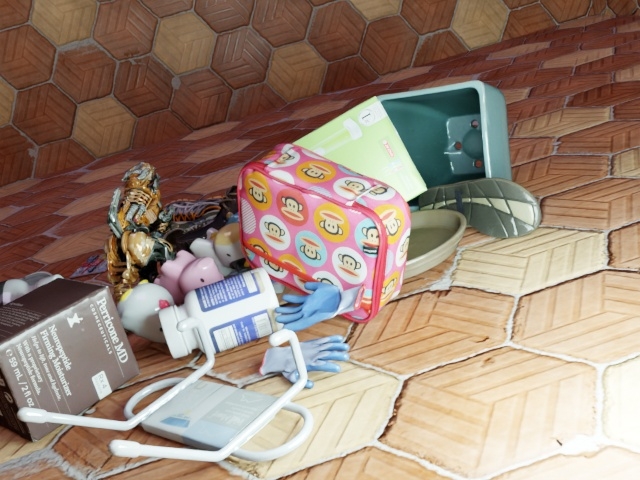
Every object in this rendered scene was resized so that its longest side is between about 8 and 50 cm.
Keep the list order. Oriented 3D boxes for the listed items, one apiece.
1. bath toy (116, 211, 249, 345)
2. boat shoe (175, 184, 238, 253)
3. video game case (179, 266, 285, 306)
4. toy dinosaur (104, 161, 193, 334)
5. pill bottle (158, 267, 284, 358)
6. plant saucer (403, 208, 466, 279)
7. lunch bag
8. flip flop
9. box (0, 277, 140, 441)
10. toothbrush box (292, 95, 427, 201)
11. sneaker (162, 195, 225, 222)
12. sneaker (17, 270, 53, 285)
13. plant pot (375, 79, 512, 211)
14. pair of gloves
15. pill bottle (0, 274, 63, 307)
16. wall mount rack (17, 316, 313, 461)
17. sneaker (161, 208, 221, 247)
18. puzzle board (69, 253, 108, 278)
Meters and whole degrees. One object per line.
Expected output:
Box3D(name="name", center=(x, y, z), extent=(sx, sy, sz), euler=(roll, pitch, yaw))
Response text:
Box3D(name="bath toy", center=(-0.217, 0.068, 1.428), extent=(0.348, 0.129, 0.151), euler=(-43, -8, -43))
Box3D(name="boat shoe", center=(-0.181, -0.067, 1.807), extent=(0.355, 0.130, 0.132), euler=(-25, 21, -26))
Box3D(name="video game case", center=(-0.155, 0.071, 1.563), extent=(0.212, 0.023, 0.193), euler=(-10, 20, 15))
Box3D(name="toy dinosaur", center=(-0.359, 0.016, 1.530), extent=(0.164, 0.218, 0.322), euler=(17, 75, 30))
Box3D(name="pill bottle", center=(-0.164, 0.124, 1.283), extent=(0.186, 0.112, 0.112), euler=(-18, 19, -9))
Box3D(name="plant saucer", center=(0.139, 0.014, 1.446), extent=(0.277, 0.041, 0.278), euler=(-18, 18, 6))
Box3D(name="lunch bag", center=(0.000, 0.000, 1.285), extent=(0.293, 0.258, 0.120), euler=(25, 42, 27))
Box3D(name="flip flop", center=(0.304, -0.064, 1.490), extent=(0.080, 0.112, 0.277), euler=(-10, 7, -37))
Box3D(name="box", center=(-0.436, 0.181, 1.245), extent=(0.167, 0.169, 0.203), euler=(4, 27, 44))
Box3D(name="toothbrush box", center=(0.035, -0.119, 1.533), extent=(0.283, 0.206, 0.122), euler=(-30, 1, 4))
Box3D(name="sneaker", center=(-0.322, -0.061, 1.983), extent=(0.214, 0.084, 0.083), euler=(-16, 24, -4))
Box3D(name="sneaker", center=(-0.658, 0.131, 1.695), extent=(0.132, 0.086, 0.228), euler=(8, 29, 45))
Box3D(name="plant pot", center=(0.289, -0.202, 1.676), extent=(0.247, 0.247, 0.252), euler=(-2, 8, 34))
Box3D(name="pair of gloves", center=(-0.015, 0.136, 1.167), extent=(0.159, 0.023, 0.198), euler=(-12, 42, 33))
Box3D(name="pill bottle", center=(-0.599, 0.163, 1.434), extent=(0.278, 0.162, 0.162), euler=(-17, 19, -4))
Box3D(name="wall mount rack", center=(-0.194, 0.213, 1.027), extent=(0.350, 0.131, 0.304), euler=(1, 25, 42))
Box3D(name="sneaker", center=(-0.297, -0.018, 1.877), extent=(0.192, 0.064, 0.086), euler=(-12, 27, 11))
Box3D(name="puzzle board", center=(-0.550, 0.057, 1.931), extent=(0.096, 0.011, 0.128), euler=(-11, 20, 13))
